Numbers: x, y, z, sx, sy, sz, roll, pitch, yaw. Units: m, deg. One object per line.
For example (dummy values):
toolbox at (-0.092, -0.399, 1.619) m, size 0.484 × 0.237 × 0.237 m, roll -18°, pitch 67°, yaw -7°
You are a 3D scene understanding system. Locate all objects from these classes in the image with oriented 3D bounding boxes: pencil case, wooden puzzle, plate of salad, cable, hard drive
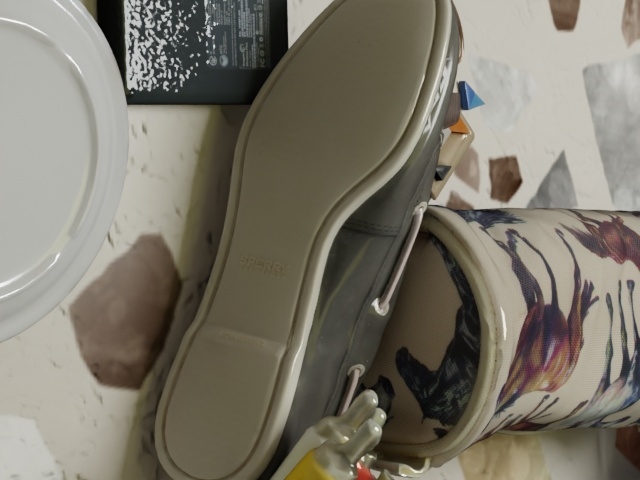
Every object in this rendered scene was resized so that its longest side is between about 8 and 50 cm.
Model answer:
pencil case at (0.167, 0.068, 1.011) m, size 0.410 × 0.160 × 0.183 m, roll 1°, pitch 80°, yaw -49°
wooden puzzle at (0.082, -0.075, 1.018) m, size 0.078 × 0.014 × 0.116 m, roll 50°, pitch 56°, yaw -37°
plate of salad at (-0.178, -0.042, 0.704) m, size 0.200 × 0.048 × 0.199 m, roll -18°, pitch 115°, yaw -44°
cable at (-0.054, 0.202, 0.803) m, size 0.287 × 0.072 × 0.139 m, roll -44°, pitch 171°, yaw 1°
hard drive at (-0.072, -0.126, 0.836) m, size 0.135 × 0.022 × 0.094 m, roll -6°, pitch 97°, yaw -48°

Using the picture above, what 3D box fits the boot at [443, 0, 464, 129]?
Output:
boot at (0.054, -0.122, 0.968) m, size 0.087 × 0.042 × 0.118 m, roll -3°, pitch 80°, yaw -36°

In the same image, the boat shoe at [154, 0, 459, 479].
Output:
boat shoe at (0.000, 0.000, 0.859) m, size 0.335 × 0.112 × 0.095 m, roll -67°, pitch 153°, yaw -7°
